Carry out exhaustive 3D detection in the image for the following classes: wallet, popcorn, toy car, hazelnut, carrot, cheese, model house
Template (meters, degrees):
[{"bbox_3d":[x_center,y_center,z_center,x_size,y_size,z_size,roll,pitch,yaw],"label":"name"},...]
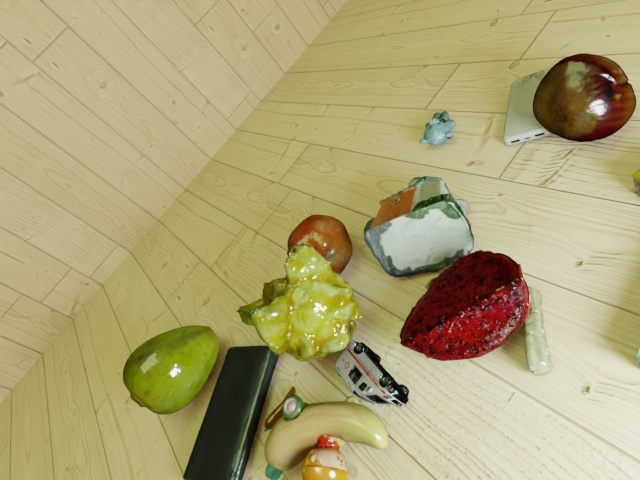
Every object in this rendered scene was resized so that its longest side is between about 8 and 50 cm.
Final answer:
[{"bbox_3d":[-0.260,0.514,1.289,0.228,0.062,0.406,-12,49,36],"label":"wallet"},{"bbox_3d":[-0.057,0.205,1.180,0.321,0.326,0.290,-45,77,20],"label":"popcorn"},{"bbox_3d":[0.122,0.344,1.060,0.108,0.089,0.210,-47,35,-1],"label":"toy car"},{"bbox_3d":[0.685,-0.363,1.110,0.229,0.229,0.229,-25,41,25],"label":"hazelnut"},{"bbox_3d":[-0.112,0.475,1.210,0.035,0.035,0.142,16,60,50],"label":"carrot"},{"bbox_3d":[0.452,0.188,0.912,0.043,0.065,0.194,-21,44,39],"label":"cheese"},{"bbox_3d":[0.297,-0.073,1.249,0.271,0.190,0.301,-24,26,32],"label":"model house"}]

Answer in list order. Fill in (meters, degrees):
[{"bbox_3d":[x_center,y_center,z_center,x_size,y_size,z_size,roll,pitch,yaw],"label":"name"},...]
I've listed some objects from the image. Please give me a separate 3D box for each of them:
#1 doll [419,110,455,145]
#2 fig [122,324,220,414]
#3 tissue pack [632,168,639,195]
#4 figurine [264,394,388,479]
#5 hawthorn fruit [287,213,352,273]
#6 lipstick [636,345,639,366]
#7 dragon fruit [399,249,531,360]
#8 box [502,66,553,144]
[{"bbox_3d":[0.408,-0.405,1.501,0.120,0.075,0.179,-9,50,34],"label":"doll"},{"bbox_3d":[-0.490,0.416,1.450,0.326,0.258,0.258,-43,35,-19],"label":"fig"},{"bbox_3d":[0.762,-0.116,0.887,0.120,0.082,0.169,-37,37,9],"label":"tissue pack"},{"bbox_3d":[0.006,0.484,1.014,0.325,0.124,0.222,-16,45,28],"label":"figurine"},{"bbox_3d":[0.000,0.000,1.409,0.211,0.210,0.262,-29,32,21],"label":"hawthorn fruit"},{"bbox_3d":[0.664,0.109,0.774,0.077,0.076,0.289,17,68,51],"label":"lipstick"},{"bbox_3d":[0.352,0.150,0.995,0.317,0.152,0.205,-39,17,31],"label":"dragon fruit"},{"bbox_3d":[0.643,-0.413,1.314,0.142,0.044,0.285,-8,51,42],"label":"box"}]
